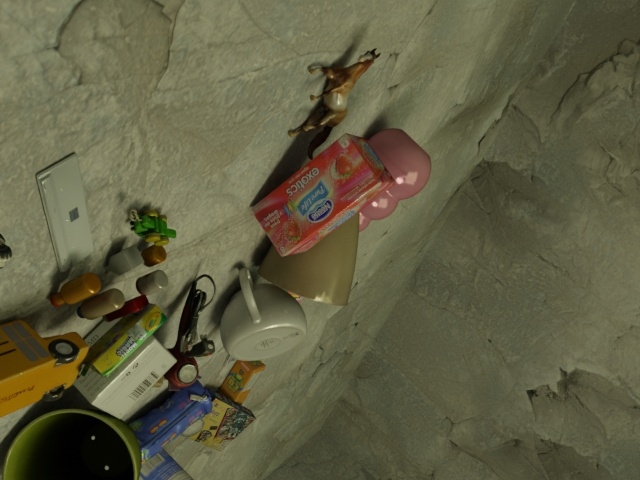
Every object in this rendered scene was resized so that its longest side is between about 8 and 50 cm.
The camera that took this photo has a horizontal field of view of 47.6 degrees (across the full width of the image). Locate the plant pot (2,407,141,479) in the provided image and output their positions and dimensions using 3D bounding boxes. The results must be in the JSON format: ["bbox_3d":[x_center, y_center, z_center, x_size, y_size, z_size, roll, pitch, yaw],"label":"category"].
[{"bbox_3d":[-0.514,0.492,1.623,0.275,0.275,0.293,-50,178,-3],"label":"plant pot"}]

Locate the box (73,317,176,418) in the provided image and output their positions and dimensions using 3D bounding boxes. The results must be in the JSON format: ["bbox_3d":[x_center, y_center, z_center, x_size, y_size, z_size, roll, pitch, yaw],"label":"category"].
[{"bbox_3d":[-0.428,0.263,1.551,0.181,0.119,0.182,-47,160,-14],"label":"box"}]

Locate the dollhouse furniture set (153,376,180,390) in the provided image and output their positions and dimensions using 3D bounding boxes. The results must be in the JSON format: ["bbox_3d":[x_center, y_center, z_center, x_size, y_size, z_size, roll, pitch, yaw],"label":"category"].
[{"bbox_3d":[-0.432,0.344,1.872,0.081,0.091,0.114,-16,158,37],"label":"dollhouse furniture set"}]

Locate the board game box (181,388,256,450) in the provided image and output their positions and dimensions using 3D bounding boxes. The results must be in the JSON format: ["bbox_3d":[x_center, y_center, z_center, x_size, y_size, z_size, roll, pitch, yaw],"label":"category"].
[{"bbox_3d":[-0.335,0.579,2.322,0.165,0.042,0.243,-42,141,1],"label":"board game box"}]

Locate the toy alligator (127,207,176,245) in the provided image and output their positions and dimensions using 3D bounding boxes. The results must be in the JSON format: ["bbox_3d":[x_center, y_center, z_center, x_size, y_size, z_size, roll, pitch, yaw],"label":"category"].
[{"bbox_3d":[-0.330,-0.026,1.357,0.051,0.056,0.189,-13,166,12],"label":"toy alligator"}]

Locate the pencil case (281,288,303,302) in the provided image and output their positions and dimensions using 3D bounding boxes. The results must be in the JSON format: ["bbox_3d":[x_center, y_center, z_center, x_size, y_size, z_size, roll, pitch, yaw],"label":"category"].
[{"bbox_3d":[-0.126,0.209,2.200,0.236,0.104,0.104,-58,161,20],"label":"pencil case"}]

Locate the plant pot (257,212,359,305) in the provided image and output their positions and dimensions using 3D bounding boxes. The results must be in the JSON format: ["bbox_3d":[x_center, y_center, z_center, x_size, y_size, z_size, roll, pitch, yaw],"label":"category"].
[{"bbox_3d":[0.000,0.000,1.927,0.256,0.256,0.274,7,105,-69],"label":"plant pot"}]

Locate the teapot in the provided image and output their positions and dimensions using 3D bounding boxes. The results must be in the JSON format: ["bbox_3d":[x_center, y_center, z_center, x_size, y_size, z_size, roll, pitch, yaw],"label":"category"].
[{"bbox_3d":[-0.166,0.198,1.968,0.252,0.187,0.256,8,143,-40],"label":"teapot"}]

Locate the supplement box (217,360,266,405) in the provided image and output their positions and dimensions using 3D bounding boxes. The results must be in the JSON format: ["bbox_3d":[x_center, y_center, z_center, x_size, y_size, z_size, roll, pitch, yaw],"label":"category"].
[{"bbox_3d":[-0.276,0.482,2.391,0.233,0.078,0.080,-58,158,17],"label":"supplement box"}]

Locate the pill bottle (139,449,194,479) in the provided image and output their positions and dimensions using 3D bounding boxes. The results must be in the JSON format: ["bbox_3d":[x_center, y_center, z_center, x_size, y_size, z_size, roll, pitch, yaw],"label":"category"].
[{"bbox_3d":[-0.453,0.760,2.184,0.152,0.272,0.152,-44,161,-20],"label":"pill bottle"}]

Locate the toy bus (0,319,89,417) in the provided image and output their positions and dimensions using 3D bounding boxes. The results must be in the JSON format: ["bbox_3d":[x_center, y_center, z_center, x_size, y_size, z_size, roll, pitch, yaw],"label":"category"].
[{"bbox_3d":[-0.547,0.224,1.179,0.332,0.130,0.108,-20,144,-57],"label":"toy bus"}]

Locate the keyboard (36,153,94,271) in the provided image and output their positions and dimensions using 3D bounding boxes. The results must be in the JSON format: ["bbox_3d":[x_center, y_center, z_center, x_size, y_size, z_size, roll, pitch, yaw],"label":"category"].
[{"bbox_3d":[-0.415,-0.038,1.193,0.072,0.014,0.256,-45,162,-34],"label":"keyboard"}]

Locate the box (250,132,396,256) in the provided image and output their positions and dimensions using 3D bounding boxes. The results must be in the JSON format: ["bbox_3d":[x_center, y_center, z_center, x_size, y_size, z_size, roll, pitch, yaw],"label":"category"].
[{"bbox_3d":[0.008,-0.104,1.717,0.300,0.142,0.154,-37,171,18],"label":"box"}]

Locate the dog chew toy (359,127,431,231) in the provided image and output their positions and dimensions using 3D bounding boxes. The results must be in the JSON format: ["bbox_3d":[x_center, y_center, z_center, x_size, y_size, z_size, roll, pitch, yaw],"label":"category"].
[{"bbox_3d":[0.152,-0.153,2.039,0.332,0.206,0.206,-47,163,11],"label":"dog chew toy"}]

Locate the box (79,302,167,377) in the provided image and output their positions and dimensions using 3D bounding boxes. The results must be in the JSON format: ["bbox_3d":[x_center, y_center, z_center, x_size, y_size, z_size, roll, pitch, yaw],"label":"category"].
[{"bbox_3d":[-0.376,0.191,1.355,0.179,0.043,0.105,-43,-161,-23],"label":"box"}]

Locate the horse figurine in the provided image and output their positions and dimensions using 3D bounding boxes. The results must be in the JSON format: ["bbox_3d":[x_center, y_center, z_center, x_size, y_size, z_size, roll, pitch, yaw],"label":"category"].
[{"bbox_3d":[0.021,-0.309,1.626,0.174,0.066,0.263,-28,150,-40],"label":"horse figurine"}]

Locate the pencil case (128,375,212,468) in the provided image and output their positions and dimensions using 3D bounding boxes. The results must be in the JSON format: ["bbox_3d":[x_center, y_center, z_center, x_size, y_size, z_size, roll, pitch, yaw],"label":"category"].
[{"bbox_3d":[-0.426,0.499,1.993,0.306,0.119,0.133,-35,-175,-42],"label":"pencil case"}]

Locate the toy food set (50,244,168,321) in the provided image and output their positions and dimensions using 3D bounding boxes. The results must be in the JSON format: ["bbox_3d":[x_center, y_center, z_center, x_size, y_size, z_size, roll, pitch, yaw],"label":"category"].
[{"bbox_3d":[-0.385,0.087,1.368,0.104,0.111,0.232,-22,-171,28],"label":"toy food set"}]

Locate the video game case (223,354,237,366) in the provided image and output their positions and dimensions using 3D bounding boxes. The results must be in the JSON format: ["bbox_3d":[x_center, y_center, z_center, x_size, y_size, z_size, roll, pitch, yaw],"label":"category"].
[{"bbox_3d":[-0.255,0.338,2.272,0.087,0.011,0.122,-28,151,-51],"label":"video game case"}]

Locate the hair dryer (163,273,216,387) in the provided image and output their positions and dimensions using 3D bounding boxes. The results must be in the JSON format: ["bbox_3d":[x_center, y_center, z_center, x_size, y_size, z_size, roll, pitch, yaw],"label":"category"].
[{"bbox_3d":[-0.313,0.236,1.721,0.080,0.224,0.293,24,133,-29],"label":"hair dryer"}]

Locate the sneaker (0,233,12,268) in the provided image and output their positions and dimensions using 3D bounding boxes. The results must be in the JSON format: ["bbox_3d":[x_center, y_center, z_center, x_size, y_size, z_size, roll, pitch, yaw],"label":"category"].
[{"bbox_3d":[-0.519,0.027,0.935,0.110,0.107,0.275,-44,162,8],"label":"sneaker"}]
